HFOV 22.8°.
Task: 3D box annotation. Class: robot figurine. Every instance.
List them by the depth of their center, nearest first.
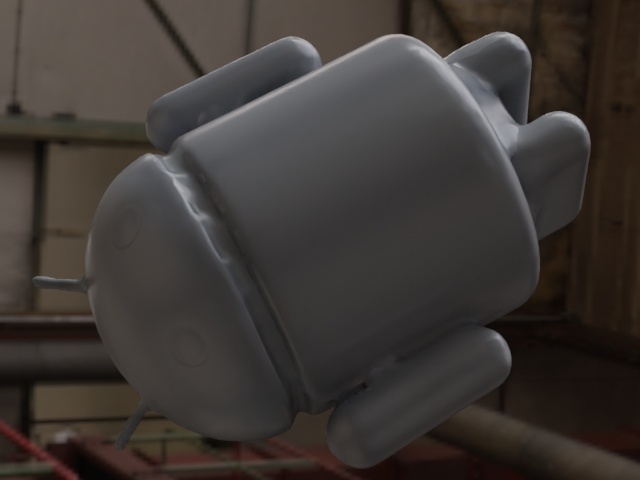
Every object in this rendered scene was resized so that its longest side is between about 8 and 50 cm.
[{"bbox_3d":[0.000,0.000,1.026,0.300,0.353,0.200,59,-10,29],"label":"robot figurine"}]
